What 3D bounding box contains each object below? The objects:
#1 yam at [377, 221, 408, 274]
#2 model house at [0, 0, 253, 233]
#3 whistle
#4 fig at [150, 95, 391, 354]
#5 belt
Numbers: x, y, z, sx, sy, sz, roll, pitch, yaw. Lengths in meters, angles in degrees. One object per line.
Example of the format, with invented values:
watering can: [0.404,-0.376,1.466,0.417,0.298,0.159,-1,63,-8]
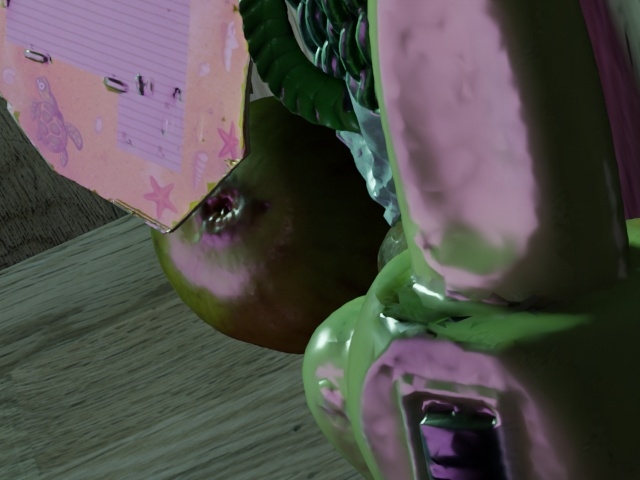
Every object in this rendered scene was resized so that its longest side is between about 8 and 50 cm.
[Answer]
yam: [0.074,0.059,0.728,0.253,0.061,0.061,-118,6,-63]
model house: [-0.072,-0.136,0.934,0.207,0.136,0.219,19,119,31]
whistle: [0.069,0.051,0.482,0.141,0.141,0.294,-125,31,-74]
fig: [0.005,-0.007,0.996,0.142,0.186,0.148,-44,69,38]
belt: [0.016,-0.073,0.552,0.121,0.079,0.151,-120,6,-57]
